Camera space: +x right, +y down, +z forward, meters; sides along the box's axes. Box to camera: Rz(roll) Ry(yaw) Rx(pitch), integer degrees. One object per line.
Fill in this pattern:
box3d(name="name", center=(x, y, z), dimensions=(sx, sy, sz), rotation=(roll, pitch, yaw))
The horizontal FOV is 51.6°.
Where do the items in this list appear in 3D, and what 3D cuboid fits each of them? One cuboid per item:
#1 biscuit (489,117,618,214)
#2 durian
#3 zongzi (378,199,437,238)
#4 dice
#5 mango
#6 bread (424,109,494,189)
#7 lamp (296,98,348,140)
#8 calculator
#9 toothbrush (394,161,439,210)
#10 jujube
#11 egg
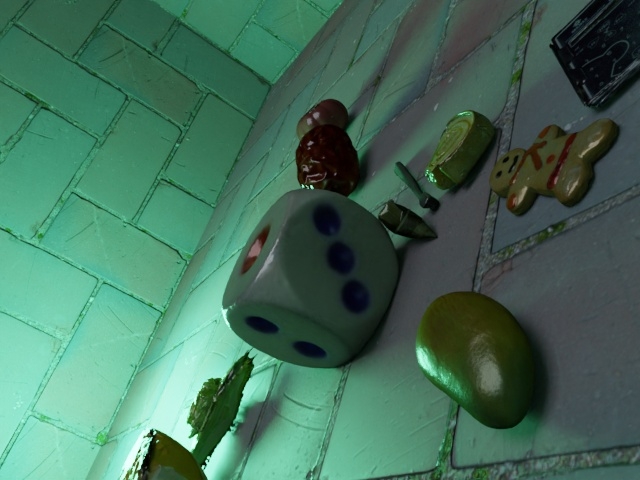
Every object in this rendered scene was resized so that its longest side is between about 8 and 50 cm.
box3d(name="biscuit", center=(0.330, -0.109, 0.993), dimensions=(0.153, 0.030, 0.234), rotation=(-59, 18, -7))
box3d(name="durian", center=(-0.246, 0.399, 1.582), dimensions=(0.106, 0.132, 0.375), rotation=(14, 78, 46))
box3d(name="zongzi", center=(0.177, -0.025, 1.258), dimensions=(0.055, 0.119, 0.109), rotation=(-62, -20, 4))
box3d(name="dice", center=(-0.020, 0.076, 1.273), dimensions=(0.243, 0.251, 0.259), rotation=(-37, 28, 54))
box3d(name="mango", center=(0.199, 0.141, 0.842), dimensions=(0.137, 0.091, 0.237), rotation=(-64, 24, 2))
box3d(name="bread", center=(0.255, -0.164, 1.226), dimensions=(0.156, 0.064, 0.117), rotation=(-60, 13, 0))
box3d(name="lamp", center=(0.011, -0.366, 2.114), dimensions=(0.182, 0.140, 0.182), rotation=(-40, 10, 8))
box3d(name="calculator", center=(0.444, -0.315, 1.021), dimensions=(0.166, 0.028, 0.274), rotation=(-48, 21, 31))
box3d(name="toothbrush", center=(0.193, -0.117, 1.378), dimensions=(0.030, 0.030, 0.297), rotation=(-63, 15, 16))
box3d(name="jujube", center=(0.018, -0.201, 1.760), dimensions=(0.174, 0.174, 0.250), rotation=(-49, 35, 27))
box3d(name="egg", center=(-0.350, 0.581, 1.415), dimensions=(0.337, 0.201, 0.337), rotation=(-58, 12, 20))
